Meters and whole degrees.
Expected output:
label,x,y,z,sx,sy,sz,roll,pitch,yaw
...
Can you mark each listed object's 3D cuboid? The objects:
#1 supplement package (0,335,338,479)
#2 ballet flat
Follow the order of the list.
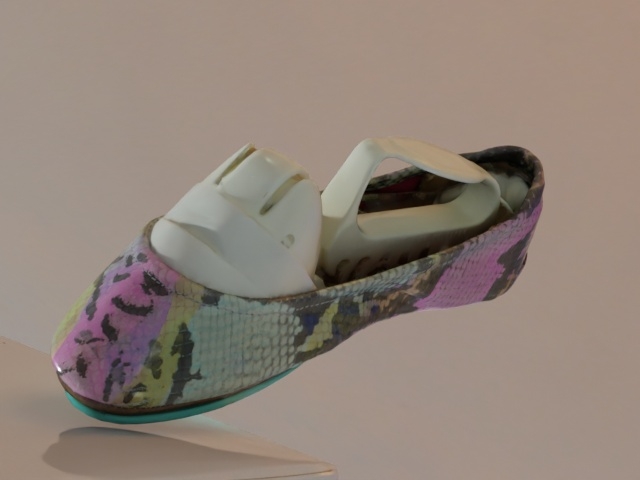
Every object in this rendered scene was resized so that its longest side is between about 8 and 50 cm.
label,x,y,z,sx,sy,sz,roll,pitch,yaw
supplement package,-0.153,0.136,0.630,0.175,0.293,0.177,1,-84,-38
ballet flat,0.000,0.000,0.635,0.221,0.077,0.079,-14,-46,-41
